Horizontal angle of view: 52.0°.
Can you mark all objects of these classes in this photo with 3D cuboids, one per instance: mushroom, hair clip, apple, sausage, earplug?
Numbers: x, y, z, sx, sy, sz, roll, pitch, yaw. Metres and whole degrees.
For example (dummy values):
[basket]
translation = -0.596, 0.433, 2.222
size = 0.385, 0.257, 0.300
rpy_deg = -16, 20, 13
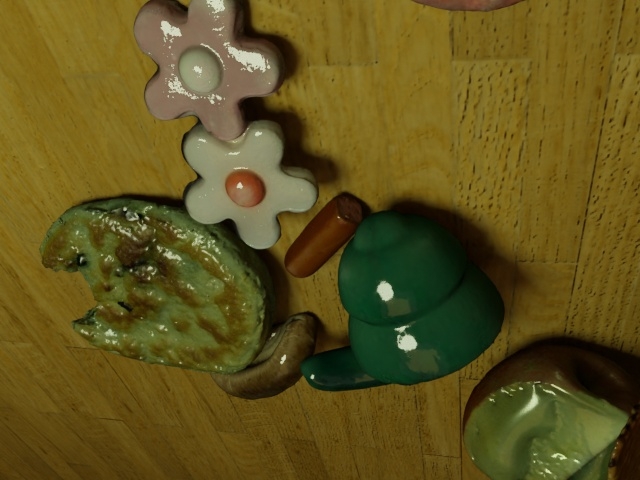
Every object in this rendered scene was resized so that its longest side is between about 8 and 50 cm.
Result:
[mushroom]
translation = -0.081, 0.168, 0.895
size = 0.209, 0.094, 0.072
rpy_deg = -27, 121, 33
[hair clip]
translation = -0.084, -0.105, 0.605
size = 0.146, 0.075, 0.257
rpy_deg = 1, 133, 22
[apple]
translation = 0.281, 0.215, 0.780
size = 0.207, 0.174, 0.188
rpy_deg = 24, 112, -4
[sausage]
translation = 0.000, 0.000, 0.714
size = 0.039, 0.041, 0.131
rpy_deg = 9, 145, -27
[earplug]
translation = 0.081, 0.080, 0.724
size = 0.257, 0.164, 0.280
rpy_deg = 19, 139, 47

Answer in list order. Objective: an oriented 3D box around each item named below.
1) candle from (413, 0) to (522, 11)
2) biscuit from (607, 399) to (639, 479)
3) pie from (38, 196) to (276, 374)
[candle]
translation = 0.157, -0.252, 0.323
size = 0.316, 0.131, 0.287
rpy_deg = 6, 136, 8
[biscuit]
translation = 0.365, 0.195, 0.707
size = 0.013, 0.232, 0.237
rpy_deg = 25, 151, 38
[pie]
translation = -0.195, 0.067, 0.810
size = 0.302, 0.067, 0.303
rpy_deg = 9, 128, 12
